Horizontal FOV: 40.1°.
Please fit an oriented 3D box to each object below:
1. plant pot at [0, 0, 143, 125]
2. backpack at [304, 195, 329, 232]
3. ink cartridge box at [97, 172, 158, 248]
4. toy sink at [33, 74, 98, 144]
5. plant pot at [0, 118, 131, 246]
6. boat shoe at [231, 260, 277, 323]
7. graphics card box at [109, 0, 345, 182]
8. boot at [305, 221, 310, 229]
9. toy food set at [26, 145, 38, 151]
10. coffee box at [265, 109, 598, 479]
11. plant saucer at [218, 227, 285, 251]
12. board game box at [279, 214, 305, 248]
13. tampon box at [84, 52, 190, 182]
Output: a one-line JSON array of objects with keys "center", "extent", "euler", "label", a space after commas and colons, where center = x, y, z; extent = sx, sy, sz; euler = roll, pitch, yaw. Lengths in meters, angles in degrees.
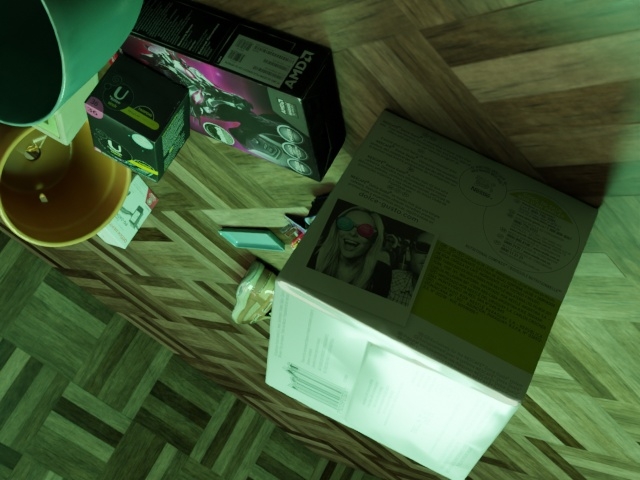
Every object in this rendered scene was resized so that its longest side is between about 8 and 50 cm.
[{"center": [-0.365, -0.330, 1.118], "extent": [0.293, 0.235, 0.293], "euler": [20, 136, 21], "label": "plant pot"}, {"center": [0.035, -0.021, 1.592], "extent": [0.114, 0.084, 0.105], "euler": [34, 162, -19], "label": "backpack"}, {"center": [-0.462, -0.072, 2.044], "extent": [0.063, 0.150, 0.109], "euler": [18, 157, 30], "label": "ink cartridge box"}, {"center": [-0.506, -0.296, 1.603], "extent": [0.153, 0.131, 0.234], "euler": [30, 159, -2], "label": "toy sink"}, {"center": [-0.577, -0.157, 1.865], "extent": [0.203, 0.291, 0.291], "euler": [34, 168, 45], "label": "plant pot"}, {"center": [-0.148, 0.157, 2.216], "extent": [0.116, 0.123, 0.324], "euler": [27, 161, 3], "label": "boat shoe"}, {"center": [-0.151, -0.238, 1.318], "extent": [0.371, 0.094, 0.232], "euler": [23, 159, 16], "label": "graphics card box"}, {"center": [0.000, 0.000, 1.766], "extent": [0.106, 0.037, 0.114], "euler": [36, 164, -10], "label": "boot"}, {"center": [-0.705, -0.294, 1.980], "extent": [0.218, 0.071, 0.128], "euler": [33, 127, -27], "label": "toy food set"}, {"center": [0.148, 0.086, 1.276], "extent": [0.338, 0.334, 0.337], "euler": [26, 149, 9], "label": "coffee box"}, {"center": [-0.155, -0.004, 1.984], "extent": [0.192, 0.018, 0.067], "euler": [3, 147, 50], "label": "plant saucer"}, {"center": [-0.026, 0.022, 1.768], "extent": [0.169, 0.033, 0.133], "euler": [36, 165, 50], "label": "board game box"}, {"center": [-0.275, -0.182, 1.337], "extent": [0.120, 0.101, 0.161], "euler": [29, 160, 2], "label": "tampon box"}]
